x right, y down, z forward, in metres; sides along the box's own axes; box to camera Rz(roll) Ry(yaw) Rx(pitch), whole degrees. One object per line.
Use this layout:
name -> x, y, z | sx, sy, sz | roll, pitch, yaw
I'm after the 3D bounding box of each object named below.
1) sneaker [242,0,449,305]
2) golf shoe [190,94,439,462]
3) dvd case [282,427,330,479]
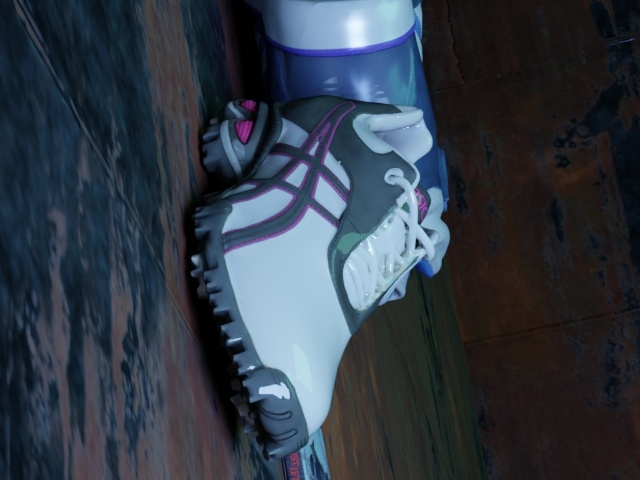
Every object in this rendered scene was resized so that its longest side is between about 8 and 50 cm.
sneaker -> 0.018, -0.081, 1.283 | 0.323, 0.130, 0.236 | -95, 179, -71
golf shoe -> 0.000, 0.000, 0.960 | 0.273, 0.120, 0.105 | -90, 167, -55
dvd case -> -0.004, 0.151, 1.066 | 0.087, 0.013, 0.119 | 57, 20, -69
